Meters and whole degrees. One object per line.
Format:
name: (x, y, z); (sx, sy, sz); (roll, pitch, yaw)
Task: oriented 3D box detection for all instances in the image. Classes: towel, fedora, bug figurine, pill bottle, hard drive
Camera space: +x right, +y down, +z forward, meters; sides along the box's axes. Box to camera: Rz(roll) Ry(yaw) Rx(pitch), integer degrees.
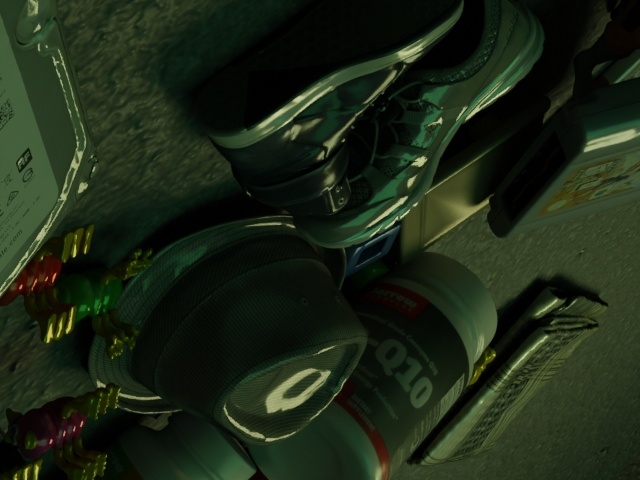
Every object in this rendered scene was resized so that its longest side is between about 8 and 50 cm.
towel: (0.285, 0.201, 2.284); (0.324, 0.056, 0.312); (-52, 158, 12)
fedora: (-0.059, 0.099, 1.418); (0.275, 0.124, 0.243); (8, 124, -55)
bug figurine: (-0.224, 0.107, 1.242); (0.216, 0.072, 0.279); (-15, 121, -67)
pill bottle: (0.060, 0.140, 1.653); (0.283, 0.161, 0.161); (-45, 165, -41)
pill bottle: (-0.189, 0.273, 1.591); (0.246, 0.136, 0.136); (-40, 158, -2)
hard drive: (-0.237, -0.052, 0.918); (0.237, 0.064, 0.339); (-54, 163, -23)

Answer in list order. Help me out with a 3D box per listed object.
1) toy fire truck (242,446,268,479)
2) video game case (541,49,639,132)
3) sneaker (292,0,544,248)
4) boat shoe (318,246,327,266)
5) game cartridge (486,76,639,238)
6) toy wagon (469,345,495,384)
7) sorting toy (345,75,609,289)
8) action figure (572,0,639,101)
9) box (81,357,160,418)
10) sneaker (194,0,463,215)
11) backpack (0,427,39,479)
toy fire truck: (-0.160, 0.366, 1.809); (0.254, 0.169, 0.302); (3, 134, -34)
video game case: (0.310, -0.126, 1.807); (0.190, 0.022, 0.173); (-44, 158, 8)
sneaker: (0.066, -0.119, 1.361); (0.281, 0.105, 0.115); (-50, 146, -2)
boat shoe: (0.000, 0.000, 1.522); (0.038, 0.046, 0.125); (27, 138, -22)
game cartridge: (0.293, -0.088, 1.563); (0.198, 0.062, 0.297); (-12, 164, -14)
toy wagon: (0.084, 0.177, 1.946); (0.344, 0.068, 0.267); (-16, 147, -47)
sorting toy: (0.147, -0.068, 1.625); (0.348, 0.047, 0.196); (-34, 163, -13)
action figure: (0.307, -0.272, 1.439); (0.341, 0.178, 0.330); (-3, 139, -13)
box: (-0.147, 0.107, 1.494); (0.116, 0.029, 0.162); (-41, 156, -1)
sneaker: (0.021, -0.112, 1.266); (0.226, 0.086, 0.163); (-30, 146, -2)
backpack: (-0.315, 0.222, 1.290); (0.117, 0.158, 0.173); (-44, 171, 30)
